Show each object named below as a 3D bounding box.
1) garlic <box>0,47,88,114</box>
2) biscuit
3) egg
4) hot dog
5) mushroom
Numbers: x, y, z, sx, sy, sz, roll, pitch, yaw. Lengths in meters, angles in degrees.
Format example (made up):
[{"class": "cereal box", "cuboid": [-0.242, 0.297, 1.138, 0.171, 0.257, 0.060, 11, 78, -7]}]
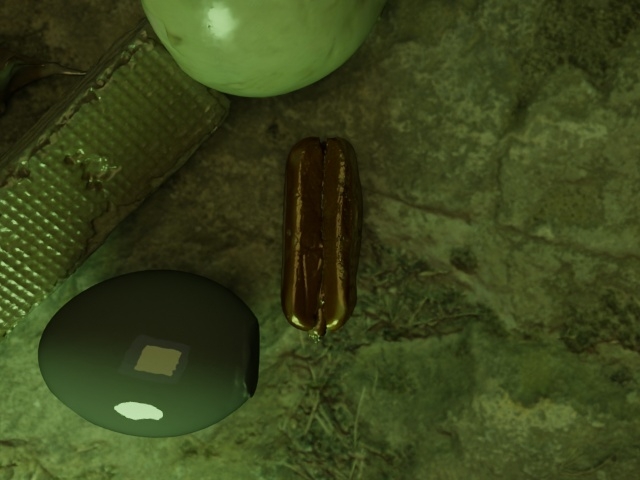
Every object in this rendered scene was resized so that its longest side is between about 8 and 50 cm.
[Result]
[{"class": "garlic", "cuboid": [-0.434, -0.134, 0.787, 0.338, 0.196, 0.151, -26, 126, -39]}, {"class": "biscuit", "cuboid": [-0.285, -0.046, 0.821, 0.426, 0.078, 0.144, -45, 122, 3]}, {"class": "egg", "cuboid": [-0.181, 0.119, 0.801, 0.232, 0.176, 0.176, -2, 93, -1]}, {"class": "hot dog", "cuboid": [0.000, 0.000, 0.854, 0.092, 0.062, 0.235, 5, 90, -1]}, {"class": "mushroom", "cuboid": [-0.093, -0.308, 0.748, 0.336, 0.314, 0.314, 31, 93, 24]}]
